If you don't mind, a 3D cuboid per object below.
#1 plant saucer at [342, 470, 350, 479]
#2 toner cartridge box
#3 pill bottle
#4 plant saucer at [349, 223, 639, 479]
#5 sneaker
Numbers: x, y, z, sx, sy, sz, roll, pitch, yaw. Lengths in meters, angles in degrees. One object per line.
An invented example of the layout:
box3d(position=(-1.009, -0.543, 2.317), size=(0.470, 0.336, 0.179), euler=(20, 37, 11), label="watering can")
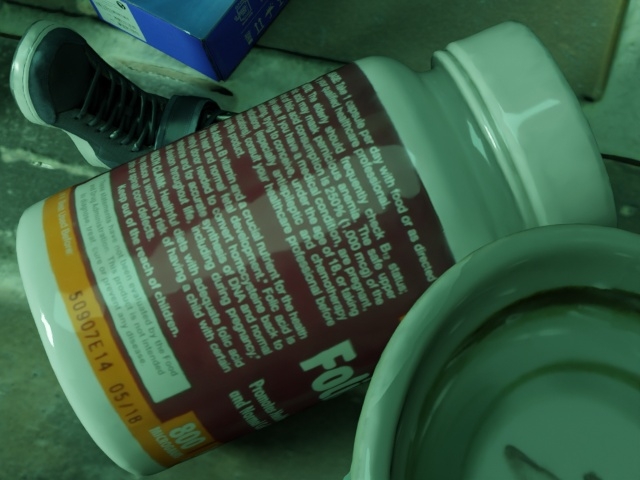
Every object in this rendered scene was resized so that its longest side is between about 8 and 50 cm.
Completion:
box3d(position=(0.098, 0.212, 0.752), size=(0.195, 0.037, 0.195), euler=(5, 48, -5), label="plant saucer")
box3d(position=(-0.064, -0.334, 1.060), size=(0.165, 0.075, 0.348), euler=(30, 75, 21), label="toner cartridge box")
box3d(position=(0.000, 0.000, 0.810), size=(0.392, 0.224, 0.224), euler=(-24, 63, 1), label="pill bottle")
box3d(position=(0.182, 0.191, 0.695), size=(0.400, 0.100, 0.400), euler=(10, 65, -23), label="plant saucer")
box3d(position=(-0.142, -0.103, 0.889), size=(0.163, 0.226, 0.086), euler=(16, 80, 15), label="sneaker")
